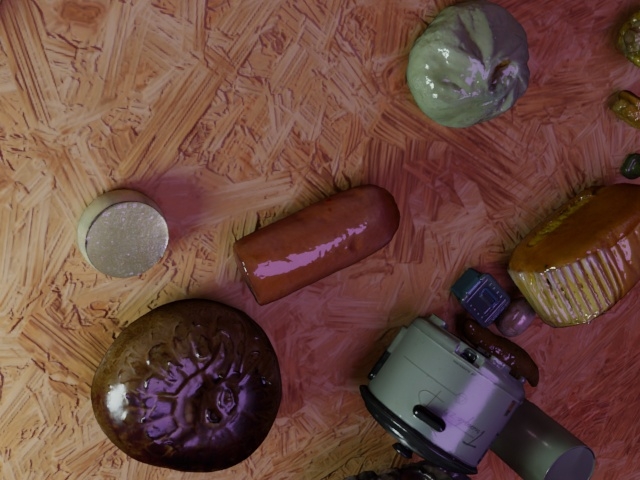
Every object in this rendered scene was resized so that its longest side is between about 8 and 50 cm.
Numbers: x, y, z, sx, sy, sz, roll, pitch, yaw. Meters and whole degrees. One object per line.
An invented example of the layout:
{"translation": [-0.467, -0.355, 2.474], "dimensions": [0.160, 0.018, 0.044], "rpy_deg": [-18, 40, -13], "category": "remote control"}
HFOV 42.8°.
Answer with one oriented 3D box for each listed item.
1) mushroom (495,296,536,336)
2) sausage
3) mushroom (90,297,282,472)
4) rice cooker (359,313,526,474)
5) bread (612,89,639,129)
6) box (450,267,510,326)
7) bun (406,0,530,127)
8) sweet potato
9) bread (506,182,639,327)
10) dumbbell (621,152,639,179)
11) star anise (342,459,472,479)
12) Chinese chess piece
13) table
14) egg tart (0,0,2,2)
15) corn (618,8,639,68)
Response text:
{"translation": [0.358, 0.138, 1.509], "dimensions": [0.083, 0.067, 0.084], "rpy_deg": [-40, 159, -19], "category": "mushroom"}
{"translation": [0.000, 0.000, 1.223], "dimensions": [0.259, 0.113, 0.114], "rpy_deg": [-25, 122, -15], "category": "sausage"}
{"translation": [-0.187, 0.224, 1.194], "dimensions": [0.297, 0.163, 0.278], "rpy_deg": [13, 106, -34], "category": "mushroom"}
{"translation": [0.199, 0.267, 1.382], "dimensions": [0.241, 0.280, 0.227], "rpy_deg": [35, 90, 9], "category": "rice cooker"}
{"translation": [0.552, -0.228, 1.435], "dimensions": [0.083, 0.081, 0.046], "rpy_deg": [39, 102, -4], "category": "bread"}
{"translation": [0.282, 0.097, 1.454], "dimensions": [0.074, 0.054, 0.099], "rpy_deg": [-46, 126, 0], "category": "box"}
{"translation": [0.228, -0.257, 1.220], "dimensions": [0.195, 0.118, 0.196], "rpy_deg": [-11, 120, -21], "category": "bun"}
{"translation": [0.336, 0.209, 1.531], "dimensions": [0.274, 0.067, 0.067], "rpy_deg": [36, 93, -34], "category": "sweet potato"}
{"translation": [0.473, 0.012, 1.447], "dimensions": [0.288, 0.204, 0.156], "rpy_deg": [-35, 103, -14], "category": "bread"}
{"translation": [0.603, -0.119, 1.487], "dimensions": [0.046, 0.118, 0.052], "rpy_deg": [16, 106, -29], "category": "dumbbell"}
{"translation": [0.113, 0.457, 1.439], "dimensions": [0.331, 0.118, 0.332], "rpy_deg": [-19, 165, -5], "category": "star anise"}
{"translation": [-0.268, -0.009, 1.108], "dimensions": [0.122, 0.051, 0.122], "rpy_deg": [-13, 120, -25], "category": "Chinese chess piece"}
{"translation": [0.396, 0.381, 1.550], "dimensions": [0.126, 0.220, 0.126], "rpy_deg": [-11, 116, -24], "category": "table"}
{"translation": [-0.461, -0.285, 0.836], "dimensions": [0.288, 0.118, 0.288], "rpy_deg": [-12, 122, -21], "category": "egg tart"}
{"translation": [0.662, -0.351, 1.413], "dimensions": [0.363, 0.120, 0.121], "rpy_deg": [-10, 117, -27], "category": "corn"}
